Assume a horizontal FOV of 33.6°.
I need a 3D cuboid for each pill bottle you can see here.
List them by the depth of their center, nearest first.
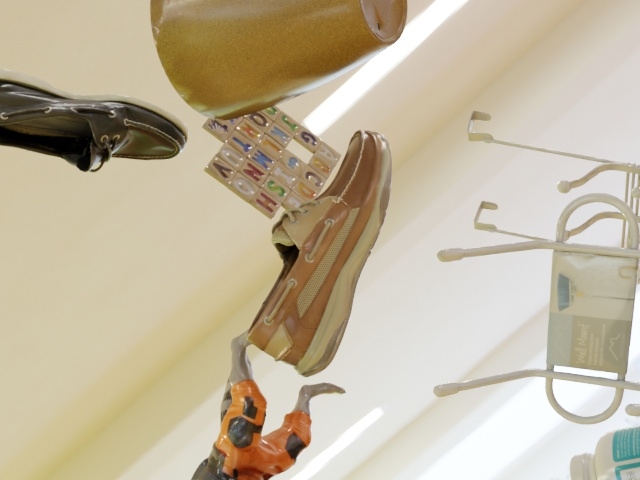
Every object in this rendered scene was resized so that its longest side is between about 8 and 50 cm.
[{"bbox_3d":[0.527,0.353,1.640,0.264,0.146,0.146,-18,-15,29],"label":"pill bottle"}]

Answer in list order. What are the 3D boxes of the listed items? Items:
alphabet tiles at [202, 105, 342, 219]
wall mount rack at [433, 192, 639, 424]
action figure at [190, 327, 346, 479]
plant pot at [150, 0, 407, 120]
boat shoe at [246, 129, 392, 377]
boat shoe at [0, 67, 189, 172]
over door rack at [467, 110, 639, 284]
[{"bbox_3d":[-0.080,-0.128,1.565,0.009,0.198,0.237,-49,8,36],"label":"alphabet tiles"},{"bbox_3d":[0.319,0.112,1.464,0.130,0.304,0.350,-44,-44,-66],"label":"wall mount rack"},{"bbox_3d":[-0.087,0.316,1.371,0.330,0.179,0.341,-66,-29,-18],"label":"action figure"},{"bbox_3d":[-0.033,-0.279,1.283,0.254,0.237,0.237,-4,-6,34],"label":"plant pot"},{"bbox_3d":[0.000,0.000,1.298,0.123,0.116,0.324,133,158,-68],"label":"boat shoe"},{"bbox_3d":[-0.360,-0.157,1.582,0.340,0.113,0.127,16,-37,-29],"label":"boat shoe"},{"bbox_3d":[0.376,-0.051,1.732,0.108,0.324,0.239,-49,-34,-29],"label":"over door rack"}]
